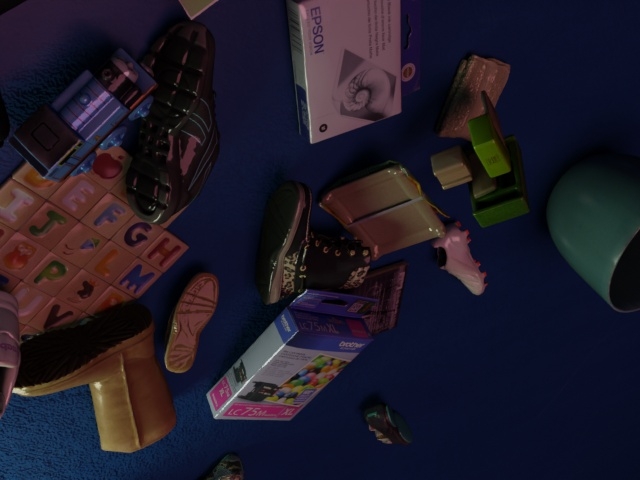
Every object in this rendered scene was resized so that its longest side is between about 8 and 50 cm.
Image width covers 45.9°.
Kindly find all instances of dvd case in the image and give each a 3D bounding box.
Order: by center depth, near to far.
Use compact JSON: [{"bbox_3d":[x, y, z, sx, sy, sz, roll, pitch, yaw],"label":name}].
[{"bbox_3d":[0.061,0.132,1.424,0.221,0.018,0.164,-16,132,-26],"label":"dvd case"}]

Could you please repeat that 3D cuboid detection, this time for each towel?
[{"bbox_3d":[0.257,-0.236,1.268,0.110,0.027,0.148,1,122,-36],"label":"towel"}]

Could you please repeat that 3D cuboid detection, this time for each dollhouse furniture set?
[{"bbox_3d":[0.170,-0.111,1.264,0.302,0.151,0.197,-20,136,23],"label":"dollhouse furniture set"}]

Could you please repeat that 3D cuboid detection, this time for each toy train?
[{"bbox_3d":[-0.272,-0.145,0.886,0.184,0.080,0.105,-44,180,0],"label":"toy train"}]

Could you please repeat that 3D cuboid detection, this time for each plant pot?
[{"bbox_3d":[0.605,-0.041,1.526,0.293,0.235,0.293,-19,132,-23],"label":"plant pot"}]

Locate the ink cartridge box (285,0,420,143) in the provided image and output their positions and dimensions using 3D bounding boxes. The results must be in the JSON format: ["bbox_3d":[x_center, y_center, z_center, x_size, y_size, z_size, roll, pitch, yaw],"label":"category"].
[{"bbox_3d":[0.065,-0.271,1.086,0.224,0.045,0.223,-24,134,-20],"label":"ink cartridge box"}]

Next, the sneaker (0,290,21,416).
[{"bbox_3d":[-0.483,0.208,0.981,0.114,0.152,0.305,15,121,-43],"label":"sneaker"}]

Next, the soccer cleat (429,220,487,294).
[{"bbox_3d":[0.268,0.044,1.475,0.076,0.068,0.196,-33,130,-3],"label":"soccer cleat"}]

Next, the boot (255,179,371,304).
[{"bbox_3d":[-0.001,0.000,1.214,0.179,0.085,0.236,-5,132,-25],"label":"boot"}]

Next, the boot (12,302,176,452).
[{"bbox_3d":[-0.341,0.243,1.159,0.236,0.089,0.269,-19,136,-23],"label":"boot"}]

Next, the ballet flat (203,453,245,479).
[{"bbox_3d":[-0.219,0.502,1.479,0.188,0.070,0.070,-49,137,7],"label":"ballet flat"}]

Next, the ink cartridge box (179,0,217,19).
[{"bbox_3d":[-0.145,-0.391,0.832,0.171,0.056,0.235,-38,140,-4],"label":"ink cartridge box"}]

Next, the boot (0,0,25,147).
[{"bbox_3d":[-0.340,-0.231,0.783,0.207,0.094,0.246,-33,130,-5],"label":"boot"}]

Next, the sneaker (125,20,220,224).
[{"bbox_3d":[-0.182,-0.154,0.984,0.106,0.101,0.267,-21,135,-57],"label":"sneaker"}]

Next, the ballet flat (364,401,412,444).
[{"bbox_3d":[0.146,0.411,1.679,0.074,0.074,0.203,-41,143,-2],"label":"ballet flat"}]

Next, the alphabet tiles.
[{"bbox_3d":[-0.351,0.025,1.042,0.342,0.011,0.285,-45,137,3],"label":"alphabet tiles"}]

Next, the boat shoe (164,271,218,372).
[{"bbox_3d":[-0.210,0.121,1.187,0.063,0.059,0.170,17,101,-28],"label":"boat shoe"}]

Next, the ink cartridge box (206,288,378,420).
[{"bbox_3d":[-0.041,0.209,1.330,0.186,0.065,0.311,14,126,-42],"label":"ink cartridge box"}]
